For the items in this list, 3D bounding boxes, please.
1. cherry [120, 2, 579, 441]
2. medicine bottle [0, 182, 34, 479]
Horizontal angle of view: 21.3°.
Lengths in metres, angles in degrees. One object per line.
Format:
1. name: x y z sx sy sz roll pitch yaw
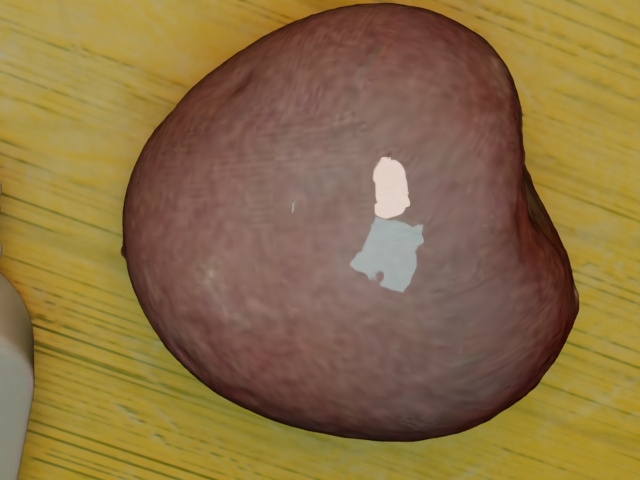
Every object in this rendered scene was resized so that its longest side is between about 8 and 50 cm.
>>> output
1. cherry: 0.008 0.003 0.883 0.239 0.206 0.239 -6 124 -9
2. medicine bottle: -0.260 0.106 0.969 0.179 0.124 0.324 9 112 -13
